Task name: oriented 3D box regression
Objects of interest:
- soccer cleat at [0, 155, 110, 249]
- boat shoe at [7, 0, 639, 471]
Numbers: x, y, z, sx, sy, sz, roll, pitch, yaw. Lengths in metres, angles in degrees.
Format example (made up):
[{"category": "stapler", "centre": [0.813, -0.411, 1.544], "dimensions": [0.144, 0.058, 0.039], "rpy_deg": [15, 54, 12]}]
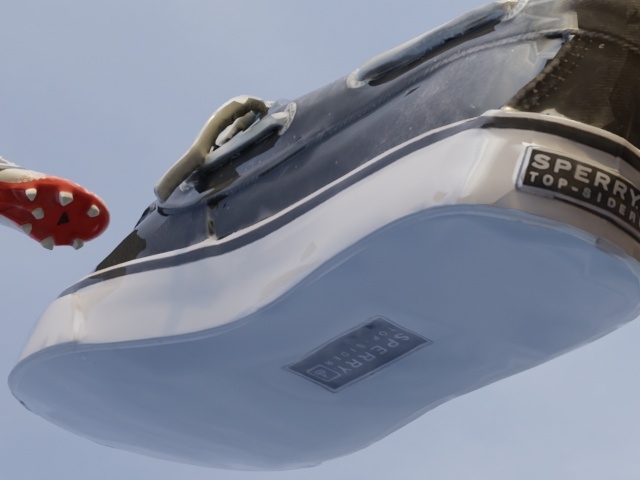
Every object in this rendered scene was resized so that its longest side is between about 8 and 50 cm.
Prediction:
[{"category": "soccer cleat", "centre": [-0.117, -0.019, 0.718], "dimensions": [0.083, 0.035, 0.029], "rpy_deg": [10, -60, -27]}, {"category": "boat shoe", "centre": [-0.003, -0.002, 0.660], "dimensions": [0.113, 0.306, 0.105], "rpy_deg": [26, -121, -22]}]
